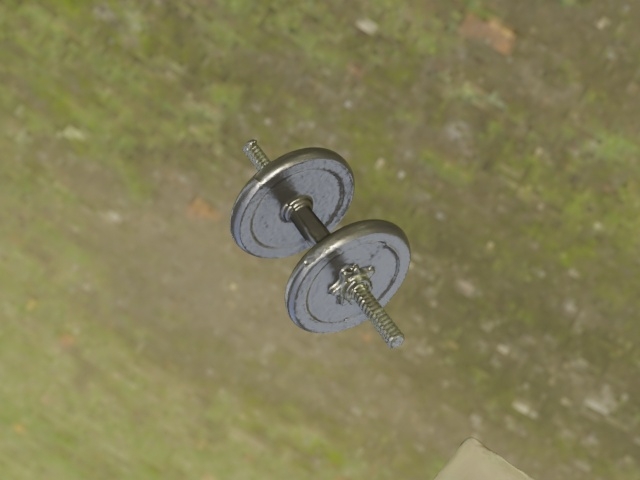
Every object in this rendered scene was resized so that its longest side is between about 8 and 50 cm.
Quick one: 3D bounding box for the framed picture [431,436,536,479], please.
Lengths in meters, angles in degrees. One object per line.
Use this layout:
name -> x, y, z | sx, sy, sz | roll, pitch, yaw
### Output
framed picture -> 0.040, 0.165, 0.278 | 0.019, 0.209, 0.281 | 45, 171, -34

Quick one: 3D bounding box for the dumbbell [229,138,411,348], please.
dumbbell -> 0.000, 0.000, 0.832 | 0.147, 0.069, 0.069 | 53, 177, 37
